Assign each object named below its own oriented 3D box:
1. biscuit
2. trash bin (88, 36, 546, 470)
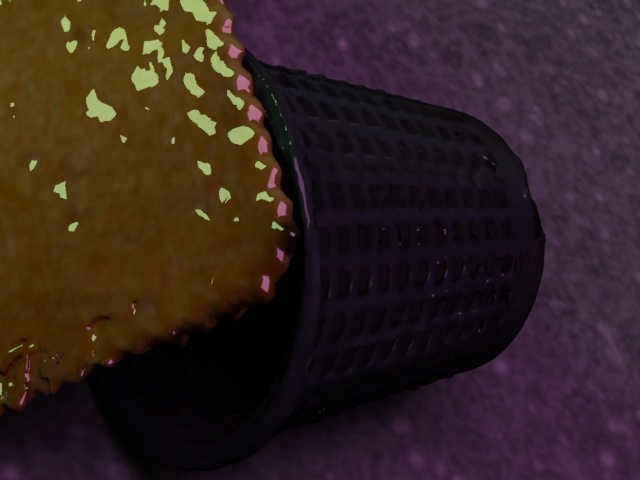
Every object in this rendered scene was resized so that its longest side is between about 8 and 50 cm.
[{"bbox_3d":[-0.135,-0.041,0.582,0.013,0.232,0.237,40,29,-60],"label":"biscuit"},{"bbox_3d":[0.000,0.000,0.640,0.161,0.175,0.175,-3,61,-40],"label":"trash bin"}]
